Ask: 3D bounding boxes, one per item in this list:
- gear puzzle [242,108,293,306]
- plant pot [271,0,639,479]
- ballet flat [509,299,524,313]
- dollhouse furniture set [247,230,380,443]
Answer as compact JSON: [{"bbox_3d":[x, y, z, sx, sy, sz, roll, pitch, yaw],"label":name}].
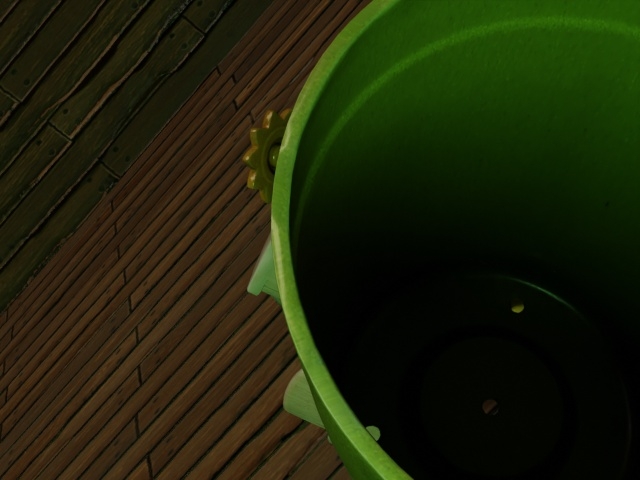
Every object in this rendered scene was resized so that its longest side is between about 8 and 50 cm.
[{"bbox_3d":[0.000,0.000,1.272,0.044,0.339,0.175,14,64,35],"label":"gear puzzle"},{"bbox_3d":[0.143,0.061,0.826,0.366,0.366,0.353,-61,-7,-22],"label":"plant pot"},{"bbox_3d":[0.205,0.023,1.166,0.077,0.077,0.231,-22,31,22],"label":"ballet flat"},{"bbox_3d":[0.057,-0.012,1.247,0.303,0.198,0.286,-73,9,-56],"label":"dollhouse furniture set"}]
